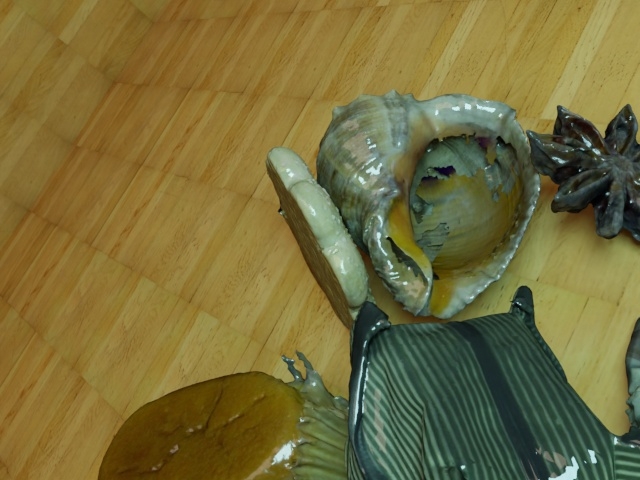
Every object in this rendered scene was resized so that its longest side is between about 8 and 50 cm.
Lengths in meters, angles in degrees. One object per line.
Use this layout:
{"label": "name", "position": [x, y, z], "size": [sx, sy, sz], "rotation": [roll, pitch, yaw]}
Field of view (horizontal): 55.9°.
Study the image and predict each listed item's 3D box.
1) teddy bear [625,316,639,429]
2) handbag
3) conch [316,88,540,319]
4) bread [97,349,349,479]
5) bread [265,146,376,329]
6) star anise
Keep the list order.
{"label": "teddy bear", "position": [0.421, 0.186, 0.461], "size": [0.375, 0.362, 0.328], "rotation": [39, 114, 23]}
{"label": "handbag", "position": [0.147, 0.203, 0.547], "size": [0.247, 0.240, 0.341], "rotation": [-4, 28, -11]}
{"label": "conch", "position": [0.153, -0.058, 0.849], "size": [0.296, 0.210, 0.353], "rotation": [-19, 72, 18]}
{"label": "bread", "position": [-0.140, 0.310, 0.845], "size": [0.388, 0.183, 0.236], "rotation": [-25, 46, 25]}
{"label": "bread", "position": [0.000, 0.000, 0.875], "size": [0.054, 0.316, 0.316], "rotation": [-26, 43, -8]}
{"label": "star anise", "position": [0.366, -0.084, 0.730], "size": [0.262, 0.081, 0.230], "rotation": [-20, 56, -18]}
